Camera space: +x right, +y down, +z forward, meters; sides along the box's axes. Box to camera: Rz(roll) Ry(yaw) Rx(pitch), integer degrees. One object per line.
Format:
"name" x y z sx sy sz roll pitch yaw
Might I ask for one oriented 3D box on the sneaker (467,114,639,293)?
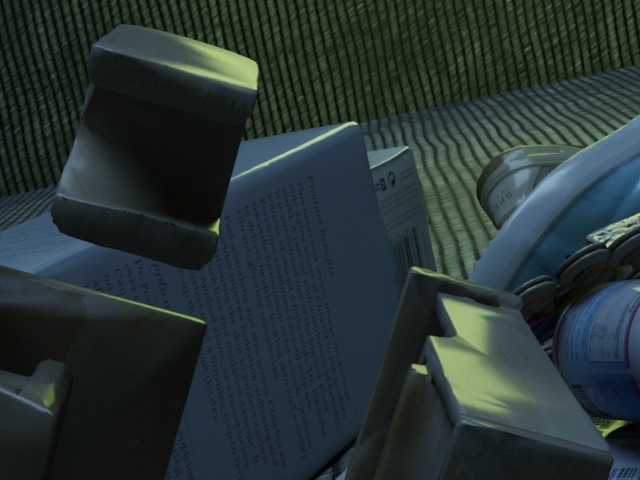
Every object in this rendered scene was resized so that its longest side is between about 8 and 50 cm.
"sneaker" 0.284 -0.008 1.371 0.366 0.135 0.150 -37 64 -19

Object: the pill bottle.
"pill bottle" 0.204 0.063 0.884 0.087 0.087 0.160 -15 1 -17

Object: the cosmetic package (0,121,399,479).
"cosmetic package" -0.107 0.076 1.085 0.161 0.230 0.453 -7 11 29

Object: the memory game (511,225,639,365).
"memory game" 0.157 0.050 0.999 0.186 0.012 0.186 -26 -23 -12

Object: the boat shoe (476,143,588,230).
"boat shoe" 0.331 -0.033 1.539 0.341 0.122 0.110 -6 44 -12

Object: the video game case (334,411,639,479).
"video game case" 0.146 0.137 0.984 0.232 0.042 0.210 -7 12 27

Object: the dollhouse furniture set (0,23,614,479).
"dollhouse furniture set" -0.091 0.082 0.750 0.394 0.362 0.256 15 10 -5

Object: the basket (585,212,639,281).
"basket" 0.302 0.020 1.195 0.167 0.103 0.113 -21 11 -2

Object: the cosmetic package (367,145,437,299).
"cosmetic package" 0.000 0.000 1.574 0.183 0.151 0.151 -7 11 27
